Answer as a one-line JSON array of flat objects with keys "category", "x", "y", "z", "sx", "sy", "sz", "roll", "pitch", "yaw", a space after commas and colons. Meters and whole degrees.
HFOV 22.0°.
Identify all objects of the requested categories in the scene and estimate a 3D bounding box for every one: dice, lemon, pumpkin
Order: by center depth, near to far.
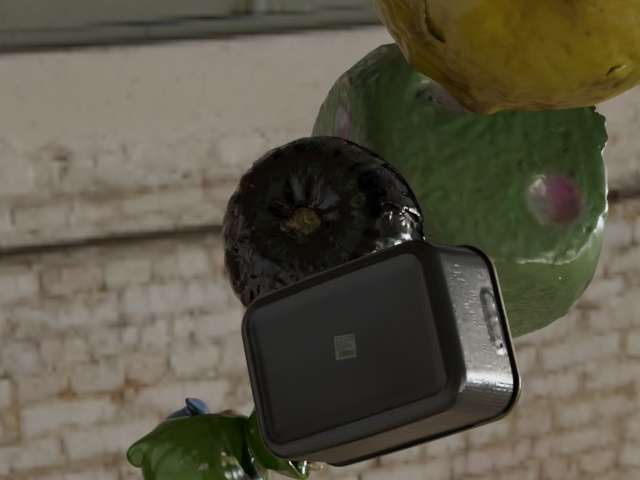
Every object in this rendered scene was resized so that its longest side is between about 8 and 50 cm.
[{"category": "lemon", "x": 0.205, "y": -0.294, "z": 1.523, "sx": 0.350, "sy": 0.350, "sz": 0.387, "roll": 1, "pitch": -152, "yaw": 2}, {"category": "pumpkin", "x": 0.000, "y": 0.000, "z": 1.816, "sx": 0.233, "sy": 0.233, "sz": 0.163, "roll": 7, "pitch": 166, "yaw": 20}, {"category": "dice", "x": 0.160, "y": -0.058, "z": 2.092, "sx": 0.318, "sy": 0.330, "sz": 0.322, "roll": 4, "pitch": 159, "yaw": -16}]

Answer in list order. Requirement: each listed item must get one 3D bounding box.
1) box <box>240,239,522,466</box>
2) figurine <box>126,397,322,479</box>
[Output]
[{"category": "box", "x": 0.041, "y": 0.089, "z": 1.277, "sx": 0.201, "sy": 0.144, "sz": 0.090, "roll": -20, "pitch": 163, "yaw": 30}, {"category": "figurine", "x": -0.101, "y": 0.257, "z": 2.001, "sx": 0.263, "sy": 0.162, "sz": 0.143, "roll": -17, "pitch": -143, "yaw": 18}]
